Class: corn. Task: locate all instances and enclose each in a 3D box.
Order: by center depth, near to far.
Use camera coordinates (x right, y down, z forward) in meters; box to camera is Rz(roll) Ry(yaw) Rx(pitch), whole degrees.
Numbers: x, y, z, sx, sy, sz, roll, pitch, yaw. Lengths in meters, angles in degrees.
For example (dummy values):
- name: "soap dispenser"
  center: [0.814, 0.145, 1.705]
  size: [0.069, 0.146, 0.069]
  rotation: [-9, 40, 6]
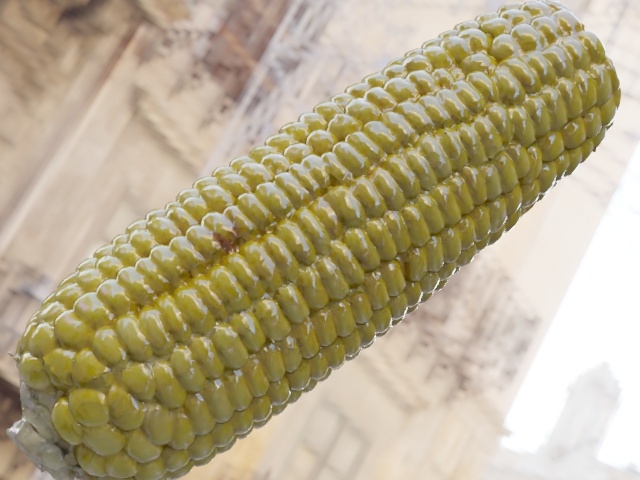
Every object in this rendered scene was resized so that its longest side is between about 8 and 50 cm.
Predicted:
- name: "corn"
  center: [0.000, 0.000, 0.520]
  size: [0.067, 0.206, 0.067]
  rotation: [48, -19, 22]
